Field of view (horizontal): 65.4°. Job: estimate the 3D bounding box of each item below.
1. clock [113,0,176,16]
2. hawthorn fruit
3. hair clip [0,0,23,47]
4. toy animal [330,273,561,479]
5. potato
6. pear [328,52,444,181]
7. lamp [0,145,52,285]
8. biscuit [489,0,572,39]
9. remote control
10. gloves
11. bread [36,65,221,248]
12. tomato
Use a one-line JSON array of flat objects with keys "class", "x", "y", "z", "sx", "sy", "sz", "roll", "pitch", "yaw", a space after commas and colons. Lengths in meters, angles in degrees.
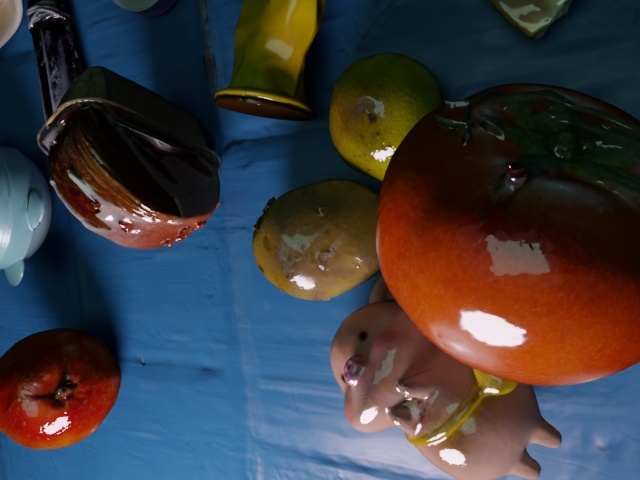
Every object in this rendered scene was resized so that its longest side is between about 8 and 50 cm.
[{"class": "clock", "x": -0.270, "y": -0.424, "z": 0.698, "sx": 0.172, "sy": 0.064, "sz": 0.198, "roll": 10, "pitch": 101, "yaw": 25}, {"class": "hawthorn fruit", "x": -0.409, "y": 0.228, "z": 0.776, "sx": 0.225, "sy": 0.196, "sz": 0.197, "roll": -18, "pitch": 89, "yaw": 57}, {"class": "hair clip", "x": -0.596, "y": -0.418, "z": 0.849, "sx": 0.172, "sy": 0.113, "sz": 0.282, "roll": 45, "pitch": 111, "yaw": 10}, {"class": "toy animal", "x": 0.123, "y": 0.156, "z": 0.532, "sx": 0.248, "sy": 0.149, "sz": 0.165, "roll": 32, "pitch": 98, "yaw": 28}, {"class": "potato", "x": 0.000, "y": 0.000, "z": 0.583, "sx": 0.176, "sy": 0.137, "sz": 0.137, "roll": -22, "pitch": 87, "yaw": 26}, {"class": "pear", "x": 0.064, "y": -0.134, "z": 0.544, "sx": 0.141, "sy": 0.104, "sz": 0.141, "roll": 2, "pitch": 95, "yaw": 30}, {"class": "lamp", "x": -0.566, "y": -0.071, "z": 0.854, "sx": 0.284, "sy": 0.147, "sz": 0.209, "roll": 35, "pitch": 110, "yaw": 10}, {"class": "biscuit", "x": 0.250, "y": -0.359, "z": 0.446, "sx": 0.309, "sy": 0.040, "sz": 0.204, "roll": -45, "pitch": 77, "yaw": 25}, {"class": "remote control", "x": -0.426, "y": -0.284, "z": 0.797, "sx": 0.090, "sy": 0.066, "sz": 0.266, "roll": -13, "pitch": 92, "yaw": 25}, {"class": "gloves", "x": -0.047, "y": -0.299, "z": 0.585, "sx": 0.133, "sy": 0.116, "sz": 0.294, "roll": 11, "pitch": 96, "yaw": 19}, {"class": "bread", "x": -0.224, "y": -0.099, "z": 0.628, "sx": 0.142, "sy": 0.224, "sz": 0.212, "roll": -33, "pitch": 59, "yaw": 27}, {"class": "tomato", "x": 0.171, "y": -0.009, "z": 0.420, "sx": 0.255, "sy": 0.256, "sz": 0.224, "roll": 23, "pitch": 139, "yaw": 23}]
